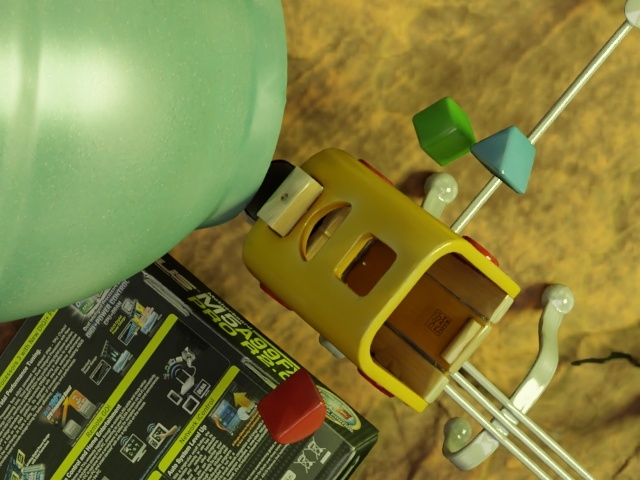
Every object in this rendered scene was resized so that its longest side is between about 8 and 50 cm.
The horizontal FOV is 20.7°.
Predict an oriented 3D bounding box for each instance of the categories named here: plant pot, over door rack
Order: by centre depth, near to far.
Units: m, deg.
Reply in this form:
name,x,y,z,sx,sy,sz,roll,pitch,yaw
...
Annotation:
name,x,y,z,sx,sy,sz,roll,pitch,yaw
plant pot,-0.141,-0.095,0.962,0.196,0.293,0.293,0,111,-31
over door rack,0.189,0.016,1.087,0.239,0.108,0.324,43,94,-14

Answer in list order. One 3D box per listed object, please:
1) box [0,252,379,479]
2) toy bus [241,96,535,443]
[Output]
name,x,y,z,sx,sy,sz,roll,pitch,yaw
box,-0.127,0.157,1.098,0.216,0.060,0.270,39,104,12
toy bus,0.010,0.001,0.984,0.202,0.191,0.104,-15,147,28
